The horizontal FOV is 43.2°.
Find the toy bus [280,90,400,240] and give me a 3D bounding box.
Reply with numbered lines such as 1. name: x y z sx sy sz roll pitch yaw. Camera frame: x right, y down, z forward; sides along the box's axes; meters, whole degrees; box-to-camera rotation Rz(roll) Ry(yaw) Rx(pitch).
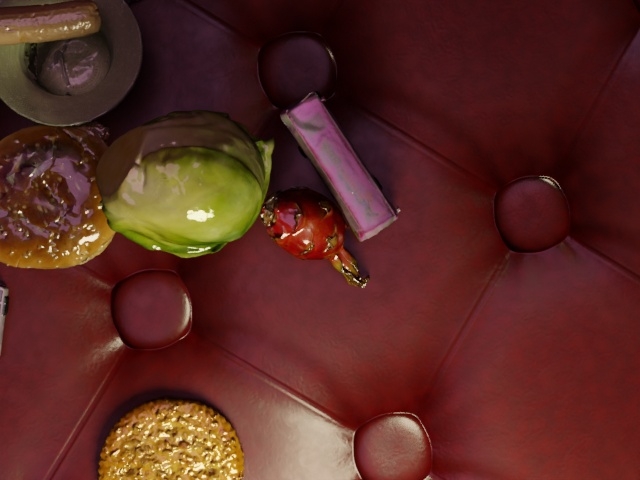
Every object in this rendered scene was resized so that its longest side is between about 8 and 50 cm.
1. toy bus: 0.033 -0.133 1.403 0.090 0.112 0.274 -34 89 0

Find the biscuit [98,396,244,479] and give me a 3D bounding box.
1. biscuit: -0.261 0.396 1.404 0.254 0.035 0.254 0 89 -3

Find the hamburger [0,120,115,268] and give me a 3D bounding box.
1. hamburger: -0.446 -0.077 1.356 0.243 0.146 0.286 45 85 -9

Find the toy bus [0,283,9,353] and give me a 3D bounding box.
1. toy bus: -0.568 0.137 1.389 0.052 0.037 0.130 7 89 -6

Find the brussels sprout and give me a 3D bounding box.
1. brussels sprout: -0.214 -0.092 1.298 0.259 0.294 0.227 -23 66 32

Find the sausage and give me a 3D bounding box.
1. sausage: -0.496 -0.337 1.260 0.301 0.066 0.065 -4 89 -7

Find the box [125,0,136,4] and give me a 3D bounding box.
1. box: -0.373 -0.429 1.418 0.117 0.036 0.050 -24 90 -5

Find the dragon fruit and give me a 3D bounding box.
1. dragon fruit: 0.000 0.000 1.398 0.246 0.125 0.125 45 72 -17

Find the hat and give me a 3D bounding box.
1. hat: -0.423 -0.305 1.363 0.257 0.130 0.257 0 86 -7
